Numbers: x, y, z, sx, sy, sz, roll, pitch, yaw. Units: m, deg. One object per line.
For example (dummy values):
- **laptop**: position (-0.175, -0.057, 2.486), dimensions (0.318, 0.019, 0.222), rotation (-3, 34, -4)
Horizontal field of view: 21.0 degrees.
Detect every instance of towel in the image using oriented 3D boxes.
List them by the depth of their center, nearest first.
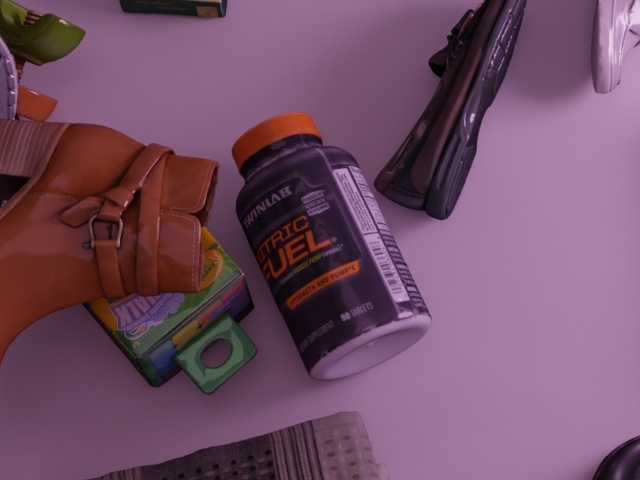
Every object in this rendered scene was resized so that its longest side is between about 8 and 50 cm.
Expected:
- **towel**: position (-0.074, 0.307, 1.532), dimensions (0.312, 0.056, 0.324), rotation (-14, 41, 0)

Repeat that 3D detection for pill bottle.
- **pill bottle**: position (0.000, 0.000, 1.651), dimensions (0.130, 0.130, 0.245), rotation (-24, 72, -5)

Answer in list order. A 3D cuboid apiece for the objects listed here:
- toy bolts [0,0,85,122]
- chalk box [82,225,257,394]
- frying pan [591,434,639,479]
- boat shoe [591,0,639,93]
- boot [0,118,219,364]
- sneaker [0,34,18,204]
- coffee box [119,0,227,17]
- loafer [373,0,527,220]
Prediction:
- **toy bolts**: position (-0.388, -0.190, 1.704), dimensions (0.228, 0.218, 0.158), rotation (23, 90, 28)
- **chalk box**: position (-0.152, 0.047, 1.640), dimensions (0.132, 0.132, 0.213), rotation (-40, 75, -10)
- **frying pan**: position (0.283, 0.229, 1.584), dimensions (0.326, 0.053, 0.197), rotation (20, 51, 8)
- **boat shoe**: position (0.311, -0.232, 1.753), dimensions (0.063, 0.066, 0.184), rotation (7, 63, 5)
- **boot**: position (-0.216, 0.032, 1.539), dimensions (0.220, 0.109, 0.283), rotation (11, 68, 2)
- **sneaker**: position (-0.329, -0.095, 1.610), dimensions (0.086, 0.228, 0.132), rotation (-1, 42, 5)
- **coffee box**: position (-0.146, -0.325, 1.806), dimensions (0.113, 0.040, 0.184), rotation (5, 73, 4)
- **loafer**: position (0.131, -0.154, 1.717), dimensions (0.084, 0.096, 0.267), rotation (18, 76, 14)
